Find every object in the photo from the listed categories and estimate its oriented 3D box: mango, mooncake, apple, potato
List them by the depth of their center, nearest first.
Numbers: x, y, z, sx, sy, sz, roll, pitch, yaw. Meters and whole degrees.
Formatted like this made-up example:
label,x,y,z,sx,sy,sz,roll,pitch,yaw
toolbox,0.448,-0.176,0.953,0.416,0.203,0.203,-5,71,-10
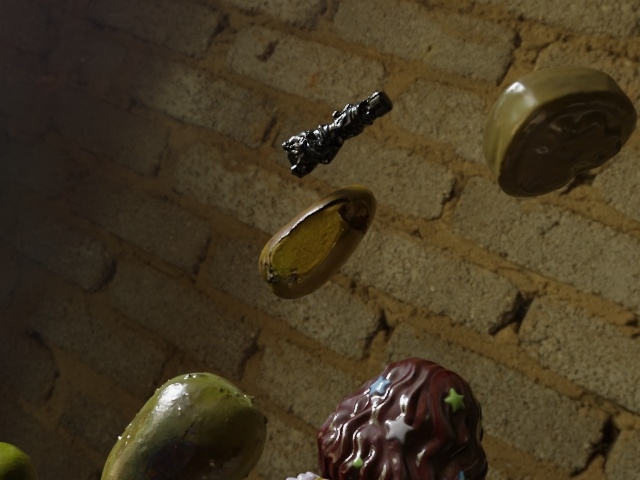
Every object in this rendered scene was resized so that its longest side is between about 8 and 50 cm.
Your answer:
label,x,y,z,sx,sy,sz,roll,pitch,yaw
potato,-0.232,0.353,0.881,0.210,0.307,0.173,41,-12,10
mooncake,0.381,-0.175,0.885,0.235,0.235,0.117,24,40,-43
mango,0.000,0.000,1.006,0.130,0.262,0.167,47,7,1
apple,-0.736,0.553,1.212,0.196,0.196,0.156,26,-31,46

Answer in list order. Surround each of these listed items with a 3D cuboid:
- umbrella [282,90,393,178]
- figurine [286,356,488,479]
label,x,y,z,sx,sy,sz,roll,pitch,yaw
umbrella,0.025,-0.184,0.939,0.224,0.080,0.071,-26,-7,34
figurine,0.046,0.205,0.426,0.175,0.240,0.115,22,-23,25
